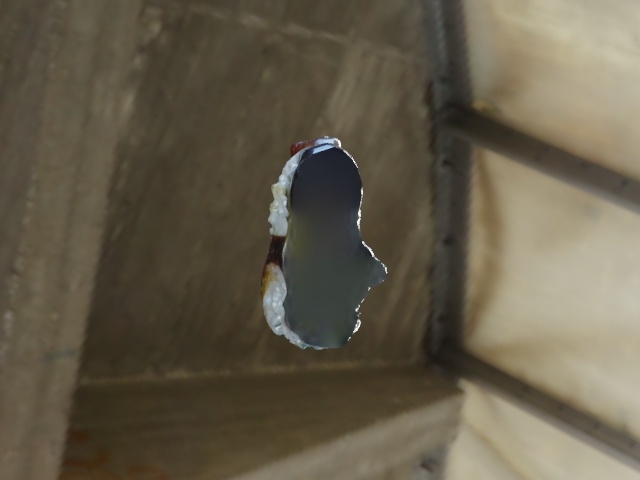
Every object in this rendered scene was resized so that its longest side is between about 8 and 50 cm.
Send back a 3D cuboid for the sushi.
[{"bbox_3d":[0.000,0.000,0.630,0.044,0.046,0.083,4,-83,-16],"label":"sushi"}]
